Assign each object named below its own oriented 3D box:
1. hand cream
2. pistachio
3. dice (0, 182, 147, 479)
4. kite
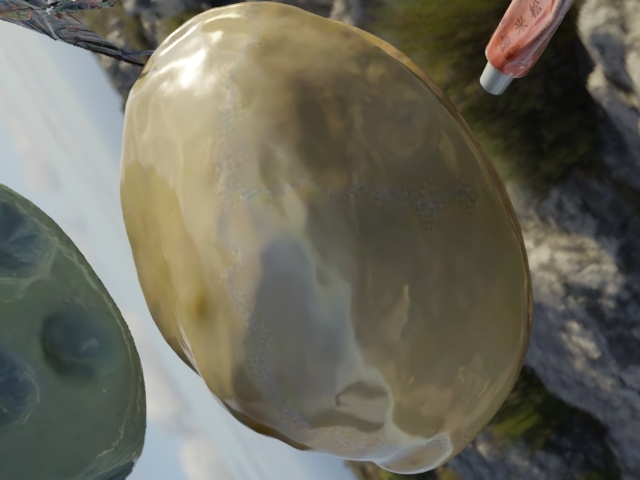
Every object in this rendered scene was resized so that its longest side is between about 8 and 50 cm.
[{"bbox_3d":[0.166,-0.178,0.861,0.052,0.038,0.216,61,151,23],"label":"hand cream"},{"bbox_3d":[0.000,0.000,0.766,0.321,0.238,0.229,60,-164,12],"label":"pistachio"},{"bbox_3d":[-0.302,0.120,0.819,0.262,0.268,0.265,-42,78,36],"label":"dice"},{"bbox_3d":[-0.205,-0.170,0.881,0.160,0.010,0.183,5,161,42],"label":"kite"}]
